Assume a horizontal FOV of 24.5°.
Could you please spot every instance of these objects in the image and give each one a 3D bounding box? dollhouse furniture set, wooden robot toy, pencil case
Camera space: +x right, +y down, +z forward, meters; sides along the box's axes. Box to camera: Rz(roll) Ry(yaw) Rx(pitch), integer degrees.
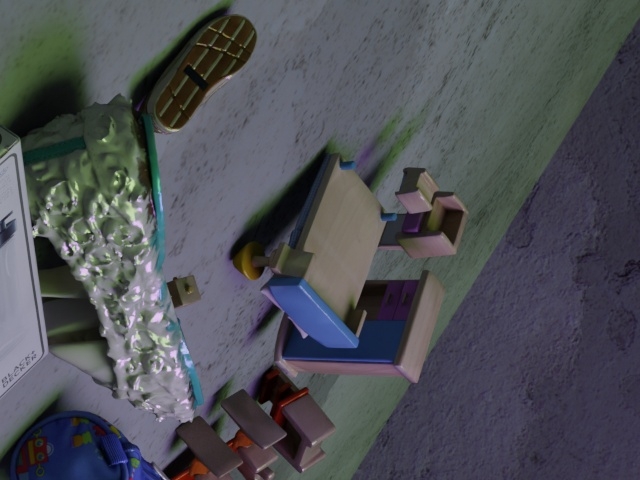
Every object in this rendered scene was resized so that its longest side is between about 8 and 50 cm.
[{"bbox_3d":[-0.120,0.295,2.027,0.259,0.135,0.262,-29,152,-34],"label":"dollhouse furniture set"},{"bbox_3d":[0.000,0.000,1.810,0.303,0.198,0.286,48,52,-44],"label":"dollhouse furniture set"},{"bbox_3d":[-0.199,0.076,1.421,0.079,0.076,0.173,-21,-168,43],"label":"wooden robot toy"},{"bbox_3d":[-0.232,0.269,1.573,0.133,0.119,0.306,-28,161,-6],"label":"pencil case"}]

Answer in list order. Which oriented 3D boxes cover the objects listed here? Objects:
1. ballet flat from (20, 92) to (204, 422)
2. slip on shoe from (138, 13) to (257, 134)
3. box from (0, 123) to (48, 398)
[{"bbox_3d":[-0.184,0.030,1.223,0.147,0.147,0.409,-47,155,-26],"label":"ballet flat"},{"bbox_3d":[-0.106,-0.141,1.247,0.041,0.051,0.135,-7,-137,54],"label":"slip on shoe"},{"bbox_3d":[-0.282,0.039,1.009,0.169,0.087,0.290,-46,163,-27],"label":"box"}]
